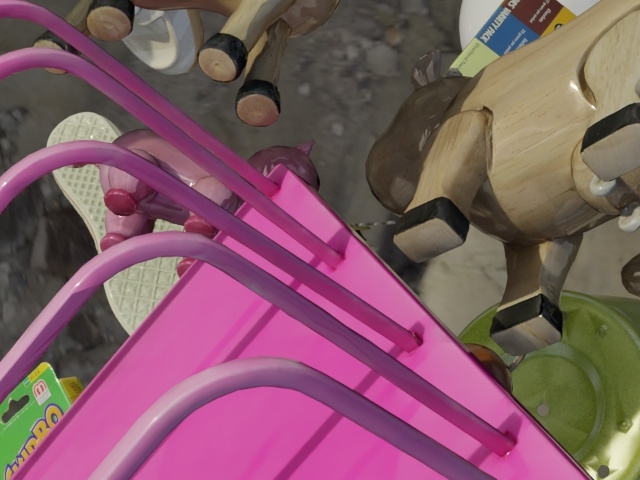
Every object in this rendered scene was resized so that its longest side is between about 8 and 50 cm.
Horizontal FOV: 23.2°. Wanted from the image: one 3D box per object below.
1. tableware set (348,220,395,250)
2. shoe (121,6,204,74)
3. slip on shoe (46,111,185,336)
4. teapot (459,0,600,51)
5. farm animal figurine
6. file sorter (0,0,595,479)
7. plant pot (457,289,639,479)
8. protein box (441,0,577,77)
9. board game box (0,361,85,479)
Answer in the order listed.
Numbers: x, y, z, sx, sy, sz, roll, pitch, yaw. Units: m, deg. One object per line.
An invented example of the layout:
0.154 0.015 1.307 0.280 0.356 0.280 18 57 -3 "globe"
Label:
0.000 0.000 1.271 0.104 0.154 0.024 -4 90 -11 "tableware set"
-0.155 -0.194 1.019 0.058 0.076 0.219 -48 114 -36 "shoe"
-0.193 0.004 1.697 0.123 0.101 0.331 -33 63 -2 "slip on shoe"
0.274 -0.219 1.878 0.252 0.256 0.187 10 75 9 "teapot"
0.066 -0.053 0.711 0.326 0.172 0.330 -8 131 28 "farm animal figurine"
-0.072 0.070 0.515 0.182 0.291 0.202 37 96 -35 "file sorter"
0.292 0.205 1.622 0.366 0.366 0.353 -60 147 -1 "plant pot"
0.224 -0.131 1.616 0.201 0.200 0.136 39 74 0 "protein box"
-0.218 0.246 1.414 0.124 0.039 0.259 -41 73 26 "board game box"
